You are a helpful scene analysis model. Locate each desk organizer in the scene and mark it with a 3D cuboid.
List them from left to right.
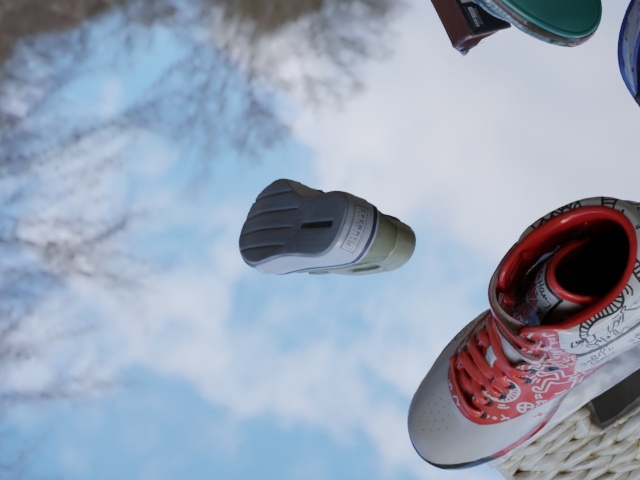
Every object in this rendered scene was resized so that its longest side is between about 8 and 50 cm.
[{"bbox_3d":[0.079,-0.196,1.413,0.047,0.050,0.130,-19,-100,-46],"label":"desk organizer"}]

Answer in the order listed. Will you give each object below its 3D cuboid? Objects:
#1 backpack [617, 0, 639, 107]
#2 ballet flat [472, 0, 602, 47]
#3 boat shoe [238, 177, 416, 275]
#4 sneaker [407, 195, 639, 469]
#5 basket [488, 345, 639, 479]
[{"bbox_3d":[0.390,-0.192,1.729,0.276,0.263,0.213,33,-175,-1],"label":"backpack"},{"bbox_3d":[0.091,-0.205,1.315,0.221,0.077,0.079,36,160,-15],"label":"ballet flat"},{"bbox_3d":[0.000,0.000,2.109,0.094,0.109,0.302,25,174,-22],"label":"boat shoe"},{"bbox_3d":[0.127,0.058,1.249,0.145,0.270,0.090,11,-129,-53],"label":"sneaker"},{"bbox_3d":[0.361,0.151,2.044,0.266,0.328,0.331,50,-162,-9],"label":"basket"}]
